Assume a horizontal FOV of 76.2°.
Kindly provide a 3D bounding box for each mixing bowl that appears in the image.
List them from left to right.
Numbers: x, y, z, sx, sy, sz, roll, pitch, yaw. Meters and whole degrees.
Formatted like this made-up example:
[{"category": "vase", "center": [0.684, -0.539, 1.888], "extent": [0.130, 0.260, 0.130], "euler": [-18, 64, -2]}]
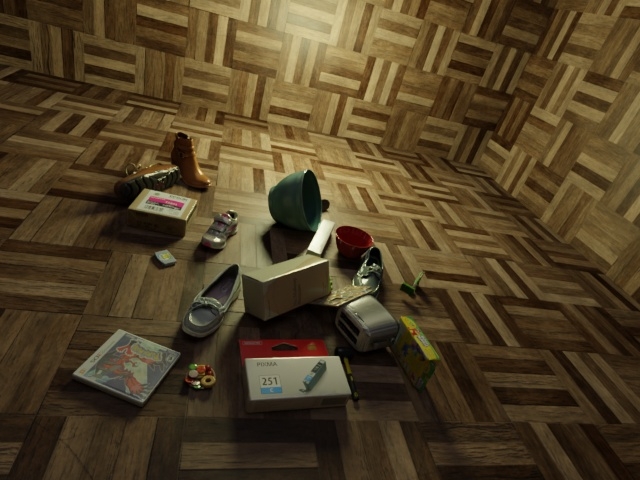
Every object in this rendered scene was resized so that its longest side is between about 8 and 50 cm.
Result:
[{"category": "mixing bowl", "center": [0.144, 0.020, 1.888], "extent": [0.182, 0.098, 0.181], "euler": [13, 30, -7]}]

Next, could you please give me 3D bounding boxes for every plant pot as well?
[{"category": "plant pot", "center": [-0.129, -0.183, 1.943], "extent": [0.196, 0.293, 0.293], "euler": [-4, 26, 17]}]

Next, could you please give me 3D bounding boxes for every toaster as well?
[{"category": "toaster", "center": [0.154, 0.286, 1.430], "extent": [0.146, 0.129, 0.227], "euler": [-9, 38, -33]}]

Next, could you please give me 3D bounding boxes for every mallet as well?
[{"category": "mallet", "center": [0.099, 0.416, 1.287], "extent": [0.062, 0.039, 0.189], "euler": [4, 37, -25]}]

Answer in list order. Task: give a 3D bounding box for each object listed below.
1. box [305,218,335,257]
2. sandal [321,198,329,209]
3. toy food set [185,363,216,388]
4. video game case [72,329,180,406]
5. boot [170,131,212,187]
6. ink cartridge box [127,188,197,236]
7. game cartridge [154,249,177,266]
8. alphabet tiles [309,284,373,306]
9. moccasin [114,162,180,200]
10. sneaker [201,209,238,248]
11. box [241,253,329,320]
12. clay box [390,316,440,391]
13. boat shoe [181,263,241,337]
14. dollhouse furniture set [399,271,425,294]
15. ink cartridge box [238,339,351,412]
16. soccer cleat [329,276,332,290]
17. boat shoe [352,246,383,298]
[{"category": "box", "center": [0.000, 0.000, 1.882], "extent": [0.067, 0.063, 0.324], "euler": [20, 30, 2]}, {"category": "sandal", "center": [-0.063, -0.190, 2.175], "extent": [0.240, 0.088, 0.079], "euler": [-3, 4, -43]}, {"category": "toy food set", "center": [-0.334, 0.379, 1.136], "extent": [0.083, 0.020, 0.083], "euler": [5, 33, -20]}, {"category": "video game case", "center": [-0.518, 0.338, 1.107], "extent": [0.201, 0.023, 0.183], "euler": [20, 31, 4]}, {"category": "boot", "center": [-0.648, -0.406, 2.063], "extent": [0.283, 0.220, 0.109], "euler": [35, 34, 27]}, {"category": "ink cartridge box", "center": [-0.661, -0.120, 1.722], "extent": [0.235, 0.088, 0.193], "euler": [11, 32, -9]}, {"category": "game cartridge", "center": [-0.583, 0.066, 1.528], "extent": [0.056, 0.017, 0.083], "euler": [-21, 47, -41]}, {"category": "alphabet tiles", "center": [0.072, 0.205, 1.530], "extent": [0.237, 0.009, 0.198], "euler": [-14, 8, -43]}, {"category": "moccasin", "center": [-0.804, -0.282, 1.867], "extent": [0.147, 0.139, 0.380], "euler": [16, 32, 10]}, {"category": "sneaker", "center": [-0.420, -0.055, 1.712], "extent": [0.103, 0.111, 0.252], "euler": [18, 31, 2]}, {"category": "box", "center": [-0.117, 0.159, 1.456], "extent": [0.121, 0.147, 0.311], "euler": [13, 22, 43]}, {"category": "clay box", "center": [0.315, 0.377, 1.361], "extent": [0.053, 0.127, 0.222], "euler": [2, 34, -26]}, {"category": "boat shoe", "center": [-0.350, 0.192, 1.351], "extent": [0.118, 0.103, 0.320], "euler": [22, 30, 7]}, {"category": "dollhouse furniture set", "center": [0.395, 0.183, 1.771], "extent": [0.059, 0.076, 0.152], "euler": [28, 33, 17]}, {"category": "ink cartridge box", "center": [-0.086, 0.376, 1.224], "extent": [0.296, 0.066, 0.261], "euler": [5, 34, -21]}, {"category": "soccer cleat", "center": [0.008, 0.158, 1.628], "extent": [0.072, 0.060, 0.179], "euler": [-4, 19, -6]}, {"category": "boat shoe", "center": [0.211, 0.133, 1.734], "extent": [0.116, 0.099, 0.319], "euler": [19, 30, 2]}]
